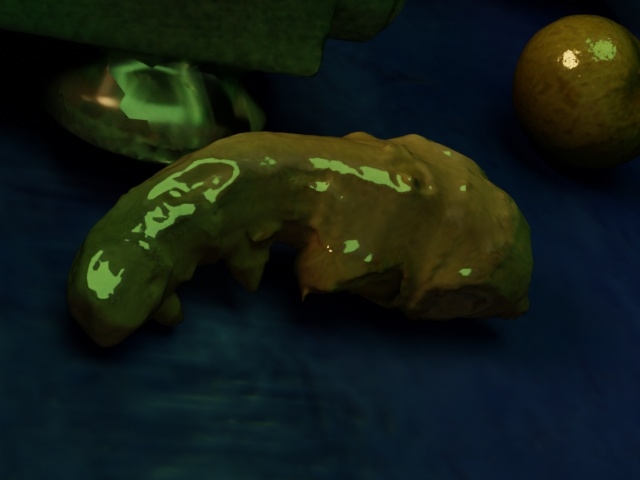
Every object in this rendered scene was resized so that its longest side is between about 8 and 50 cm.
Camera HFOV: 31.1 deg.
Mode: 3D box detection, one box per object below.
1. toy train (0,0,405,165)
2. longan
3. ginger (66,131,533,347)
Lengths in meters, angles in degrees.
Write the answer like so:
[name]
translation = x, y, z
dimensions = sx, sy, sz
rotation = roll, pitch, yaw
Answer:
[toy train]
translation = -0.123, -0.139, 0.418
dimensions = 0.305, 0.150, 0.221
rotation = 6, 31, -22
[longan]
translation = 0.127, -0.068, 0.518
dimensions = 0.075, 0.083, 0.075
rotation = 10, 75, -41
[ginger]
translation = -0.002, -0.003, 0.386
dimensions = 0.174, 0.051, 0.069
rotation = -2, 81, -23
